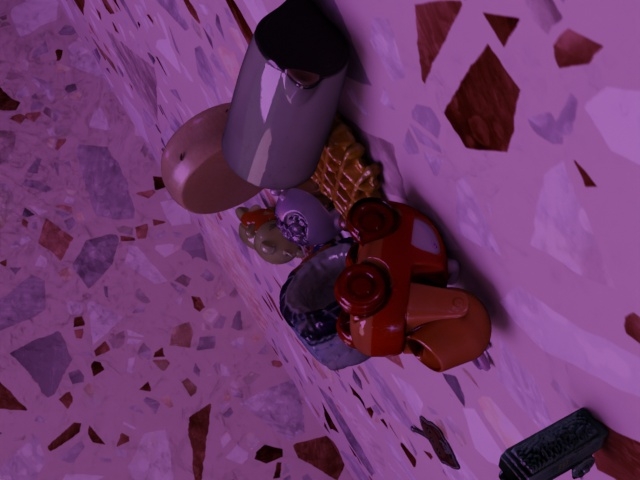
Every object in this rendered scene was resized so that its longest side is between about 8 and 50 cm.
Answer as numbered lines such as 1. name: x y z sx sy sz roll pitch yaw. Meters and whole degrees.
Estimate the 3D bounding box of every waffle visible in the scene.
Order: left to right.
1. waffle: 0.045 -0.117 1.546 0.219 0.057 0.229 55 165 15

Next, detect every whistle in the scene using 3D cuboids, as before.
1. whistle: -0.139 -0.023 2.267 0.288 0.131 0.106 42 119 50

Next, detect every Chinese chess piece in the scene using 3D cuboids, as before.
1. Chinese chess piece: -0.202 -0.170 1.864 0.102 0.273 0.273 57 166 23

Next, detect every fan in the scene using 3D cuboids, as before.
1. fan: 0.259 0.466 2.095 0.132 0.009 0.220 64 165 -9

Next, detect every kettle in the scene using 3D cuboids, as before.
1. kettle: -0.056 -0.241 1.386 0.255 0.165 0.240 110 162 -51

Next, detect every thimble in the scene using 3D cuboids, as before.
1. thimble: 0.042 0.116 1.620 0.150 0.237 0.237 51 172 -29

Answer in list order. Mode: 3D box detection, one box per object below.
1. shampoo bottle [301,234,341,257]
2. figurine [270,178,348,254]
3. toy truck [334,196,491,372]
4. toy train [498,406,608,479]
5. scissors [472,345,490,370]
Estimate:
1. shampoo bottle: 0.000 0.001 1.911 0.284 0.071 0.153 59 159 -3
2. figurine: -0.004 0.003 1.781 0.194 0.133 0.274 27 137 46
3. toy truck: 0.147 0.072 1.384 0.189 0.239 0.265 86 -169 -61
4. toy train: 0.315 0.297 1.225 0.070 0.172 0.099 48 150 40
5. scissors: 0.221 0.136 1.526 0.212 0.021 0.110 46 159 42
